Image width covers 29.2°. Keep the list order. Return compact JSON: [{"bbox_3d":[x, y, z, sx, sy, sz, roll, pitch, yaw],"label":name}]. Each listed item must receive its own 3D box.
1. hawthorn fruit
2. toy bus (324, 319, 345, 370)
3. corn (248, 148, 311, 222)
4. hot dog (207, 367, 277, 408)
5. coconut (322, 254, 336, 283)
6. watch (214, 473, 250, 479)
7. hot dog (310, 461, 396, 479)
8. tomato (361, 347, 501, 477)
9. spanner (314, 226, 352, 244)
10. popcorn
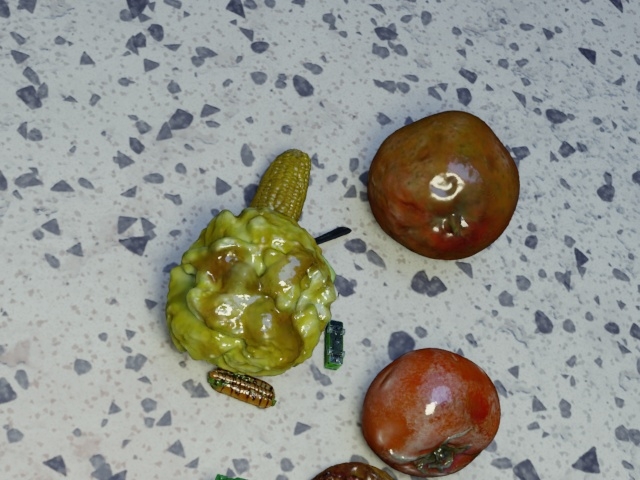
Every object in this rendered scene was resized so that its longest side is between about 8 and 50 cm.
[{"bbox_3d":[0.224,-0.084,2.191,0.277,0.277,0.298,21,25,-11],"label":"hawthorn fruit"},{"bbox_3d":[0.023,0.179,2.108,0.031,0.037,0.083,11,56,-16],"label":"toy bus"},{"bbox_3d":[-0.078,-0.059,2.172,0.097,0.097,0.261,24,53,-9],"label":"corn"},{"bbox_3d":[-0.126,0.239,2.008,0.122,0.037,0.049,20,52,-13],"label":"hot dog"},{"bbox_3d":[-0.016,0.065,2.131,0.088,0.088,0.096,-34,104,-35],"label":"coconut"},{"bbox_3d":[-0.186,0.413,1.799,0.152,0.165,0.131,12,42,-38],"label":"watch"},{"bbox_3d":[0.068,0.450,1.930,0.161,0.099,0.226,-20,68,-32],"label":"hot dog"},{"bbox_3d":[0.178,0.273,2.011,0.232,0.232,0.188,3,47,-22],"label":"tomato"},{"bbox_3d":[0.000,0.000,2.165,0.046,0.012,0.208,14,18,27],"label":"spanner"},{"bbox_3d":[-0.111,0.078,1.966,0.282,0.247,0.282,3,76,-12],"label":"popcorn"}]
